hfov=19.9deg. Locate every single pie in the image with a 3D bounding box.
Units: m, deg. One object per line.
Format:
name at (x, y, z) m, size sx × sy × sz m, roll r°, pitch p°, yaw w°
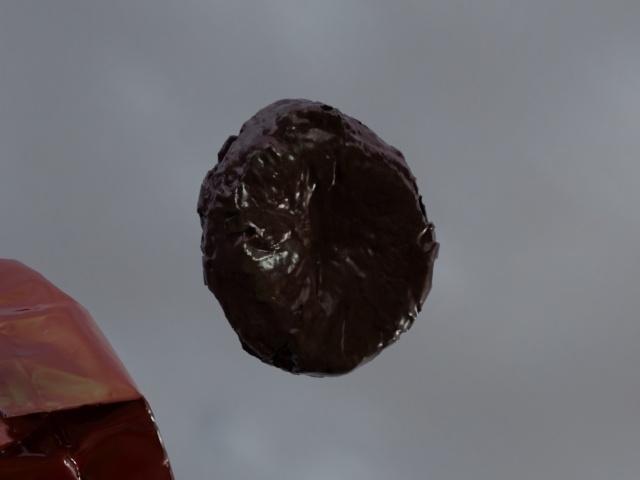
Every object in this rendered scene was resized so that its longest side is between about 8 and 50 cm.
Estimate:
pie at (0.000, 0.000, 0.984) m, size 0.153 × 0.153 × 0.038 m, roll 38°, pitch -21°, yaw -29°

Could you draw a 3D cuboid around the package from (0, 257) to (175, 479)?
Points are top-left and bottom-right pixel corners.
package at (-0.178, 0.198, 1.278) m, size 0.123 × 0.196 × 0.423 m, roll -25°, pitch -48°, yaw -18°
